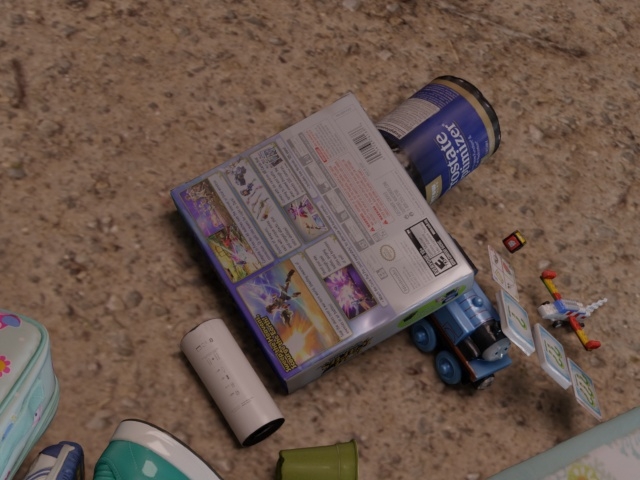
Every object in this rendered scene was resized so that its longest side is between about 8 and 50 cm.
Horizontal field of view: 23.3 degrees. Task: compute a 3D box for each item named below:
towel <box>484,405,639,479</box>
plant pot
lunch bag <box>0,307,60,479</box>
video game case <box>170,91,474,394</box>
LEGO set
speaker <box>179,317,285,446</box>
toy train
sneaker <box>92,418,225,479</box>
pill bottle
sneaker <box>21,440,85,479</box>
[{"bbox_3d":[0.336,0.364,1.701,0.374,0.090,0.320,-18,68,-36],"label":"towel"},{"bbox_3d":[-0.006,0.248,1.630,0.079,0.083,0.083,4,52,-7],"label":"plant pot"},{"bbox_3d":[-0.377,0.174,1.431,0.224,0.108,0.279,14,44,12],"label":"lunch bag"},{"bbox_3d":[0.000,0.000,1.760,0.244,0.061,0.269,-29,68,-10],"label":"video game case"},{"bbox_3d":[0.277,0.079,1.851,0.182,0.060,0.244,42,23,-23],"label":"LEGO set"},{"bbox_3d":[-0.095,0.153,1.666,0.055,0.055,0.136,-20,65,-36],"label":"speaker"},{"bbox_3d":[0.154,0.085,1.809,0.080,0.105,0.184,-19,65,-36],"label":"toy train"},{"bbox_3d":[-0.117,0.325,1.480,0.295,0.124,0.178,39,58,-11],"label":"sneaker"},{"bbox_3d":[0.109,-0.100,1.907,0.219,0.123,0.123,-38,77,-27],"label":"pill bottle"},{"bbox_3d":[-0.302,0.287,1.422,0.131,0.112,0.296,5,34,9],"label":"sneaker"}]
